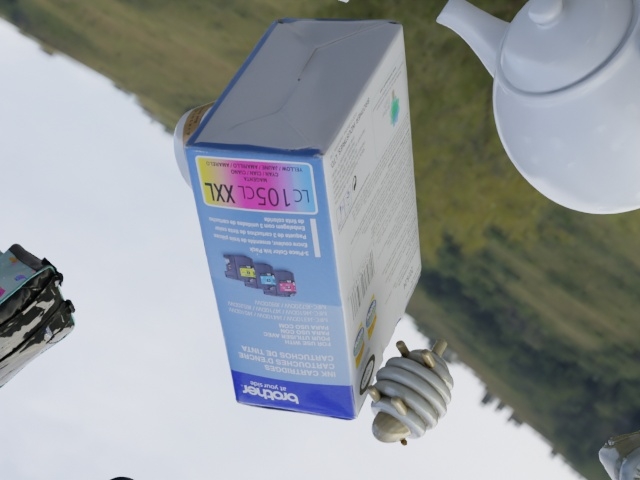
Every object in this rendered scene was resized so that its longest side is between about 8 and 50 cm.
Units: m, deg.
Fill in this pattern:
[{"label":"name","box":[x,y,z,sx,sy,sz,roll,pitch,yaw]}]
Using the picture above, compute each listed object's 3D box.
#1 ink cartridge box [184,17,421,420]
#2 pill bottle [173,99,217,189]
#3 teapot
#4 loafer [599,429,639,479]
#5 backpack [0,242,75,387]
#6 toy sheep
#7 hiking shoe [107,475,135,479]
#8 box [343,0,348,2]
[{"label":"ink cartridge box","box":[0.000,0.000,1.435,0.151,0.396,0.270,5,-142,20]},{"label":"pill bottle","box":[-0.068,-0.137,1.751,0.131,0.229,0.131,23,-120,-48]},{"label":"teapot","box":[0.257,-0.160,1.241,0.187,0.256,0.253,42,-149,-38]},{"label":"loafer","box":[0.405,0.212,1.454,0.251,0.094,0.087,-8,-162,-28]},{"label":"backpack","box":[-0.455,0.111,1.870,0.144,0.188,0.166,25,148,23]},{"label":"toy sheep","box":[0.095,0.153,1.389,0.091,0.132,0.091,33,160,14]},{"label":"hiking shoe","box":[-0.291,0.339,1.592,0.304,0.113,0.132,-48,-59,-67]},{"label":"box","box":[0.014,-0.382,1.750,0.114,0.036,0.207,15,162,-11]}]
